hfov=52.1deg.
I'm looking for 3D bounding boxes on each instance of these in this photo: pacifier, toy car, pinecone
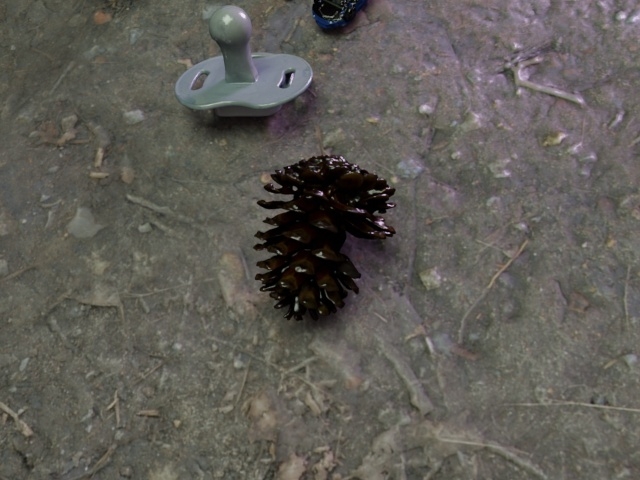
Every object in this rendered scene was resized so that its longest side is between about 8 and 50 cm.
[{"bbox_3d":[-0.158,-0.364,1.309,0.287,0.225,0.238,6,48,12],"label":"pacifier"},{"bbox_3d":[0.068,-0.544,1.433,0.103,0.063,0.216,35,82,23],"label":"toy car"},{"bbox_3d":[0.002,0.000,1.110,0.246,0.246,0.292,16,89,17],"label":"pinecone"}]
